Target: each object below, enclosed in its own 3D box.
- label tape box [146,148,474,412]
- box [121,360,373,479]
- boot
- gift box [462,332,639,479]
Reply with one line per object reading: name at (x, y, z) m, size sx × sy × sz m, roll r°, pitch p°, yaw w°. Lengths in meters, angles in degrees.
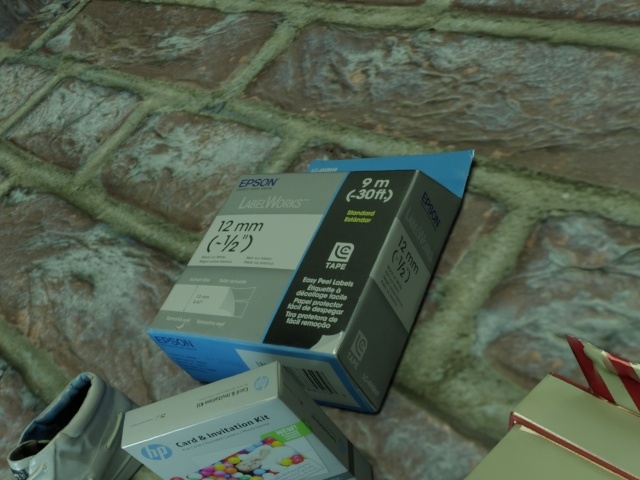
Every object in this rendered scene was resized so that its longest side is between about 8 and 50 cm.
label tape box at (0.000, 0.000, 0.898) m, size 0.249 × 0.115 × 0.348 m, roll 2°, pitch 53°, yaw 36°
box at (-0.056, 0.186, 0.691) m, size 0.145 × 0.186 × 0.038 m, roll -20°, pitch 42°, yaw 16°
boot at (-0.288, 0.259, 0.828) m, size 0.095 × 0.123 × 0.258 m, roll 10°, pitch 57°, yaw 41°
gift box at (0.142, 0.225, 0.402) m, size 0.276 × 0.255 × 0.258 m, roll 29°, pitch 44°, yaw 34°
